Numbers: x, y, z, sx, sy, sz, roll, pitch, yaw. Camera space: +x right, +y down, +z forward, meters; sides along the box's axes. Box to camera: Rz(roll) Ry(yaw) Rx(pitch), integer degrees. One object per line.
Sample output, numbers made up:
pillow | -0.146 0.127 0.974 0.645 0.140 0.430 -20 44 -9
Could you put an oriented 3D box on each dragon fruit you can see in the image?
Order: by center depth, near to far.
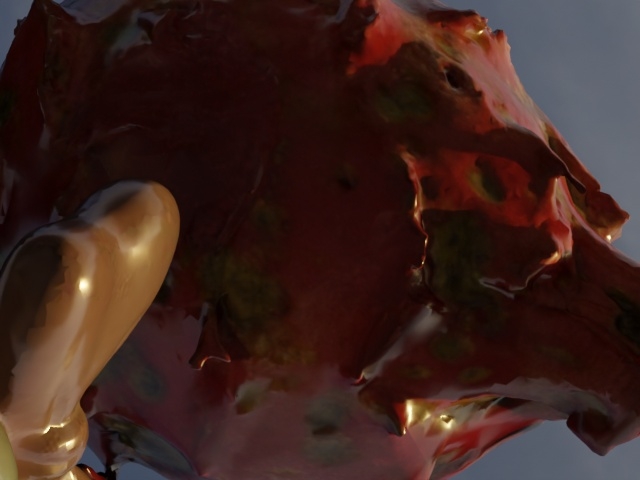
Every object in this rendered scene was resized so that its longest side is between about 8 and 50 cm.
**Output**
dragon fruit | 0.000 0.000 0.627 0.268 0.210 0.205 17 -90 18

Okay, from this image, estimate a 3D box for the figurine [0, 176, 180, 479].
figurine | -0.175 0.079 0.361 0.193 0.154 0.421 16 -161 18
